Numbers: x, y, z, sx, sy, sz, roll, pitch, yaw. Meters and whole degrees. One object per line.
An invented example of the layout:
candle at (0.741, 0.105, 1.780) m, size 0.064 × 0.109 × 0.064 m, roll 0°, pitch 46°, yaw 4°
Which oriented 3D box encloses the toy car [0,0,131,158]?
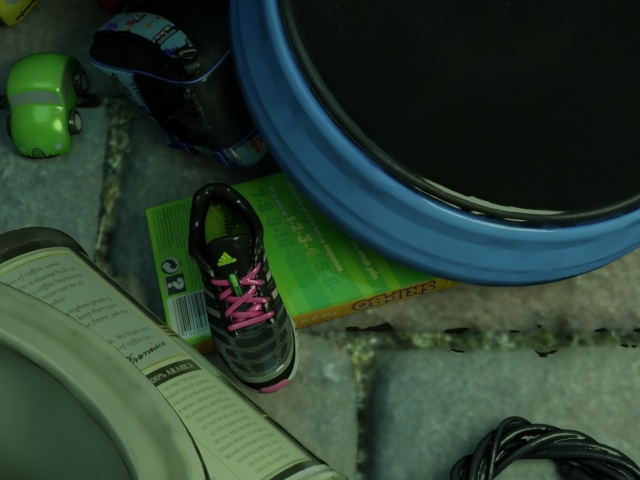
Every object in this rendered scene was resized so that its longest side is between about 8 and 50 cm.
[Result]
toy car at (-0.231, -0.179, 1.135) m, size 0.239 × 0.053 × 0.224 m, roll -2°, pitch 65°, yaw 8°

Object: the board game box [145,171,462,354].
board game box at (0.000, 0.000, 1.025) m, size 0.260 × 0.039 × 0.124 m, roll -16°, pitch 65°, yaw 5°

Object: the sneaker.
sneaker at (-0.062, 0.029, 0.964) m, size 0.063 × 0.075 × 0.170 m, roll -17°, pitch 66°, yaw 2°

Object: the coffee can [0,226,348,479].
coffee can at (-0.147, 0.149, 0.888) m, size 0.275 × 0.201 × 0.201 m, roll 38°, pitch 76°, yaw 23°

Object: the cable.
cable at (0.166, 0.203, 0.898) m, size 0.151 × 0.047 × 0.184 m, roll -13°, pitch 64°, yaw 3°

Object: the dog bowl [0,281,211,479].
dog bowl at (-0.263, 0.169, 0.631) m, size 0.408 × 0.150 × 0.408 m, roll 13°, pitch 29°, yaw -7°

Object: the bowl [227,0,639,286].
bowl at (0.129, -0.161, 0.977) m, size 0.391 × 0.077 × 0.391 m, roll 5°, pitch 67°, yaw -13°

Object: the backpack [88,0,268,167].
backpack at (-0.093, -0.148, 1.060) m, size 0.173 × 0.117 × 0.158 m, roll 16°, pitch 53°, yaw 43°
